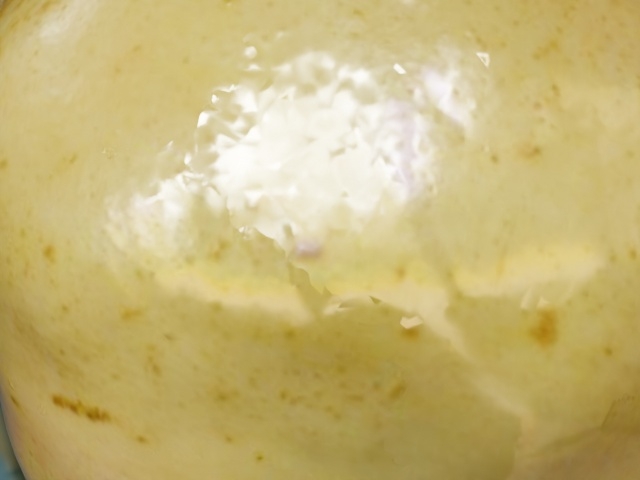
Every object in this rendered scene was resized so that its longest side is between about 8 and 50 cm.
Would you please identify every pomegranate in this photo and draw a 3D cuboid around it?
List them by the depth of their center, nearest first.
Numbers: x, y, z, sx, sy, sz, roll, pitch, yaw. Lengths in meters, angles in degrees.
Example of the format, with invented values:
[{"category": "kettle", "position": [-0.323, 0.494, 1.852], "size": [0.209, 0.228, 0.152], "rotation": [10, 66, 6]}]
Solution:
[{"category": "pomegranate", "position": [0.000, 0.000, 0.668], "size": [0.319, 0.319, 0.319], "rotation": [-16, -4, -1]}]
